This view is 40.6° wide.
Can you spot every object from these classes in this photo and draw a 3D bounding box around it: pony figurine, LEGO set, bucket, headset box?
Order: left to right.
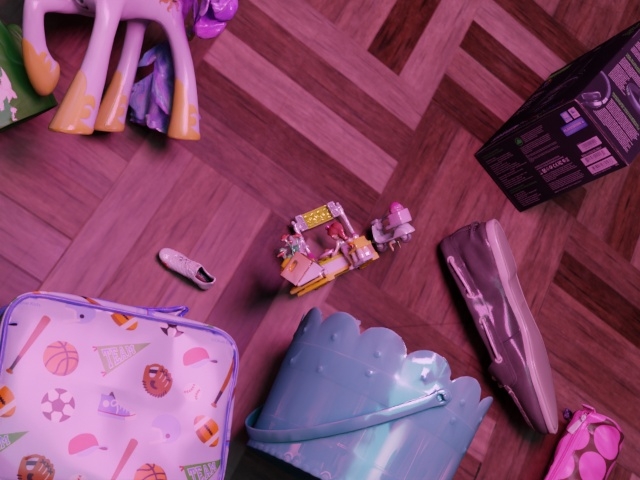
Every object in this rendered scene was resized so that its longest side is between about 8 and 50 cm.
[{"bbox_3d":[-0.213,-0.313,1.075,0.351,0.302,0.364,-5,103,-53],"label":"pony figurine"},{"bbox_3d":[0.000,0.000,1.176,0.287,0.132,0.107,-18,78,-52],"label":"LEGO set"},{"bbox_3d":[0.052,0.225,1.061,0.281,0.281,0.183,33,71,-15],"label":"bucket"},{"bbox_3d":[0.432,-0.207,1.391,0.131,0.246,0.283,50,61,-7],"label":"headset box"}]

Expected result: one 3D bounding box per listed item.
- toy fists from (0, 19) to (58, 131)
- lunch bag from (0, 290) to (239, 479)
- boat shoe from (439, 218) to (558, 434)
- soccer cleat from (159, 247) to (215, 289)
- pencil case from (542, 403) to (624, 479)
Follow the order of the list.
[{"bbox_3d":[-0.457,-0.173,1.015,0.279,0.096,0.142,-32,104,-32],"label":"toy fists"},{"bbox_3d":[-0.240,0.184,1.001,0.303,0.115,0.243,16,66,-28],"label":"lunch bag"},{"bbox_3d":[0.273,0.135,1.313,0.112,0.095,0.335,-9,82,-65],"label":"boat shoe"},{"bbox_3d":[-0.173,0.035,1.132,0.083,0.035,0.029,38,62,-13],"label":"soccer cleat"},{"bbox_3d":[0.373,0.351,1.290,0.209,0.095,0.098,-54,137,-30],"label":"pencil case"}]
